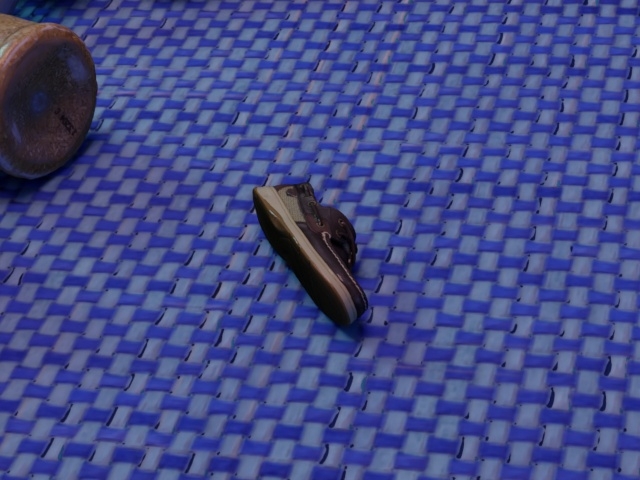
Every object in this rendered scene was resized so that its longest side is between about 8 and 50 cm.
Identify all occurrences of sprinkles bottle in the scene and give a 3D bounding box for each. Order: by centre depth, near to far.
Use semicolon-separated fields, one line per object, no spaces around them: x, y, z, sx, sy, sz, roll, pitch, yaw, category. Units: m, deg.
-0.346;-0.147;1.237;0.355;0.121;0.121;18;45;30;sprinkles bottle

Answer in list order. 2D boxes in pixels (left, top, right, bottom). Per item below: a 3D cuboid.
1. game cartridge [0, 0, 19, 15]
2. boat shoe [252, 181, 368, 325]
-0.369;-0.319;1.330;0.297;0.198;0.062;29;5;-1;game cartridge
0.000;0.000;1.031;0.049;0.056;0.152;-25;40;-11;boat shoe
